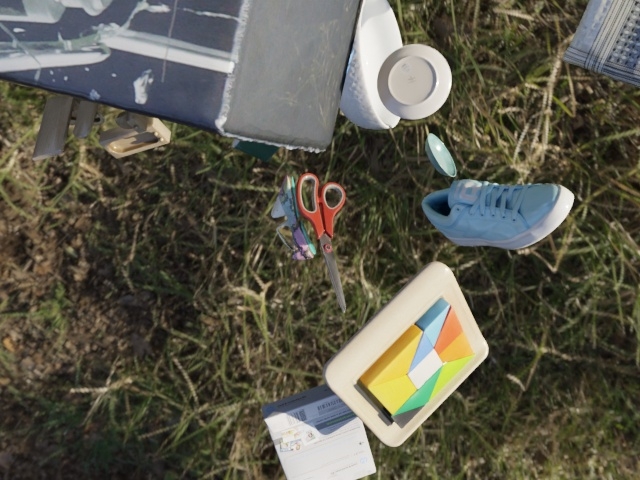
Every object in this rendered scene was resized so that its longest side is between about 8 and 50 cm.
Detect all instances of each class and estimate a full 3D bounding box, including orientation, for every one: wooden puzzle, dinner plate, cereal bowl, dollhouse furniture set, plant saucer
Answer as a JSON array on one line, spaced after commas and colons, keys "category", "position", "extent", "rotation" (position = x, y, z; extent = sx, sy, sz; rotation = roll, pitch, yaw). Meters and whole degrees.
[{"category": "wooden puzzle", "position": [0.134, 0.171, 0.941], "extent": [0.221, 0.044, 0.238], "rotation": [-43, 134, -7]}, {"category": "dinner plate", "position": [0.174, -0.299, 1.268], "extent": [0.141, 0.017, 0.141], "rotation": [0, 91, 16]}, {"category": "cereal bowl", "position": [0.099, -0.444, 1.707], "extent": [0.141, 0.339, 0.338], "rotation": [-3, 118, 25]}, {"category": "dollhouse furniture set", "position": [-0.357, -0.159, 1.120], "extent": [0.144, 0.123, 0.151], "rotation": [-12, 147, 19]}, {"category": "plant saucer", "position": [0.285, -0.201, 1.628], "extent": [0.021, 0.119, 0.119], "rotation": [-30, 110, 28]}]

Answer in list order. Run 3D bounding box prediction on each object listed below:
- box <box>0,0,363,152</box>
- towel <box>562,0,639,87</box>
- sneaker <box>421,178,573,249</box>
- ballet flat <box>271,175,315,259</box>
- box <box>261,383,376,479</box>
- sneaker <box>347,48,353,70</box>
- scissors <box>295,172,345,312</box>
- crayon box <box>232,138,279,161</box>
[{"category": "box", "position": [-0.190, -0.362, 0.577], "extent": [0.472, 0.297, 0.479], "rotation": [15, 99, 12]}, {"category": "towel", "position": [0.715, -0.473, 1.390], "extent": [0.312, 0.056, 0.324], "rotation": [29, 100, 25]}, {"category": "sneaker", "position": [0.345, -0.067, 1.413], "extent": [0.150, 0.135, 0.366], "rotation": [31, 158, -23]}, {"category": "ballet flat", "position": [-0.077, -0.049, 1.680], "extent": [0.079, 0.077, 0.221], "rotation": [-15, 109, 5]}, {"category": "box", "position": [0.000, 0.321, 1.087], "extent": [0.145, 0.038, 0.186], "rotation": [-19, 116, -5]}, {"category": "sneaker", "position": [-0.029, -0.256, 0.924], "extent": [0.069, 0.209, 0.082], "rotation": [50, 121, 21]}, {"category": "scissors", "position": [0.000, 0.000, 1.355], "extent": [0.109, 0.296, 0.021], "rotation": [10, 154, -20]}, {"category": "crayon box", "position": [-0.051, -0.308, 1.277], "extent": [0.083, 0.203, 0.323], "rotation": [23, 153, -19]}]
